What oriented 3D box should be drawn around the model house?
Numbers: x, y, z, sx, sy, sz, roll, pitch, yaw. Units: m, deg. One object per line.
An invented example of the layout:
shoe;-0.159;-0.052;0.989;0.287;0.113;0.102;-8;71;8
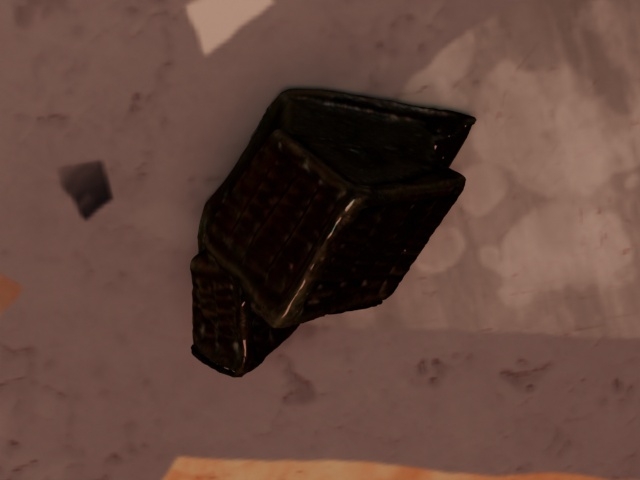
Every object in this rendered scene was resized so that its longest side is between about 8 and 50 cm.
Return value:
model house;-0.003;0.006;0.935;0.106;0.152;0.165;26;110;-9
